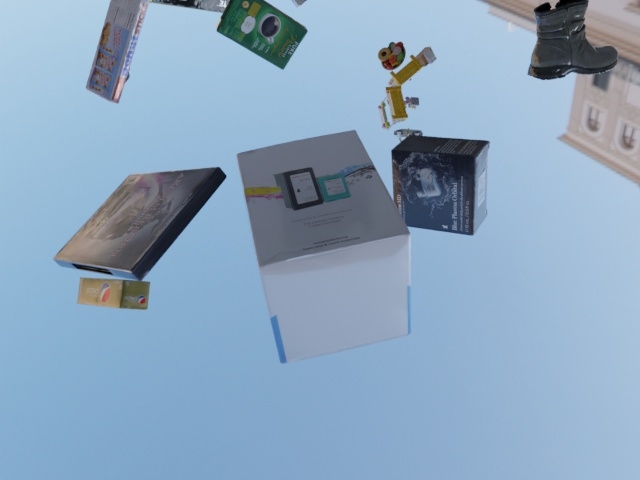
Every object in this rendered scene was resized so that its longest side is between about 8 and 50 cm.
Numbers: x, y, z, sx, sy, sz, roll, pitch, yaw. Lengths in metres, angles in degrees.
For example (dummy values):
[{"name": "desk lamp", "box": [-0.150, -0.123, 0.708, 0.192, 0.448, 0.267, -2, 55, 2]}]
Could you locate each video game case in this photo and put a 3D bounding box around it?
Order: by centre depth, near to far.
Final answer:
[{"name": "video game case", "box": [-0.279, -0.031, 0.926, 0.274, 0.026, 0.196, 2, -130, 48]}]

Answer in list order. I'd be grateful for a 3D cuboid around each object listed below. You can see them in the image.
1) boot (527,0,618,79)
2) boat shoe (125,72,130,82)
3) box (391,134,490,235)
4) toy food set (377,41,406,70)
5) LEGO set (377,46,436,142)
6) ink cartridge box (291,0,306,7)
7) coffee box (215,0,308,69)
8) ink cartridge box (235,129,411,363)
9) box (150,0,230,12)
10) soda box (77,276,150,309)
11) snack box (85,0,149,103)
[{"name": "boot", "box": [0.567, -0.448, 1.345, 0.247, 0.161, 0.083, -14, -146, -20]}, {"name": "boat shoe", "box": [-0.443, -0.337, 1.315, 0.125, 0.046, 0.038, -28, -109, 38]}, {"name": "box", "box": [0.222, -0.104, 1.143, 0.158, 0.156, 0.093, 9, -149, 28]}, {"name": "toy food set", "box": [0.203, -0.518, 1.727, 0.083, 0.020, 0.083, -31, -118, 28]}, {"name": "LEGO set", "box": [0.228, -0.406, 1.712, 0.132, 0.107, 0.287, 14, -105, -10]}, {"name": "ink cartridge box", "box": [-0.052, -0.615, 1.415, 0.104, 0.060, 0.180, -37, -105, 6]}, {"name": "coffee box", "box": [-0.134, -0.486, 1.414, 0.184, 0.113, 0.040, 23, -153, -26]}, {"name": "ink cartridge box", "box": [0.000, 0.000, 0.910, 0.197, 0.198, 0.270, -12, -140, -5]}, {"name": "box", "box": [-0.261, -0.670, 1.430, 0.079, 0.257, 0.322, 33, -151, 32]}, {"name": "soda box", "box": [-0.420, 0.106, 1.242, 0.181, 0.061, 0.058, -2, -99, 43]}, {"name": "snack box", "box": [-0.333, -0.320, 1.007, 0.064, 0.178, 0.022, 29, -164, 22]}]
